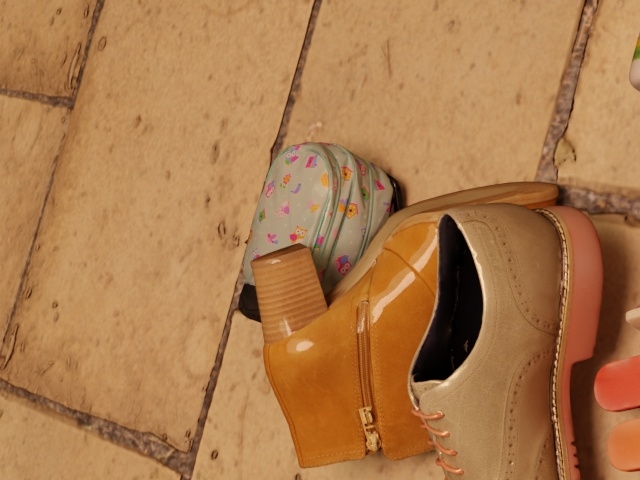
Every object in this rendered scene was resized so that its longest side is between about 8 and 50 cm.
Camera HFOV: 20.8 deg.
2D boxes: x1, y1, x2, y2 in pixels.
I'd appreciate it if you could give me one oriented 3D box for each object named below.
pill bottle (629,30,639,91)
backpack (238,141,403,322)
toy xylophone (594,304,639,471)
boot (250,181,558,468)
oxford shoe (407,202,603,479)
[{"bbox_3d":[0.343,-0.227,1.405,0.136,0.136,0.245,13,87,42],"label":"pill bottle"},{"bbox_3d":[0.000,0.000,1.650,0.152,0.115,0.182,14,85,44],"label":"backpack"},{"bbox_3d":[0.322,0.185,1.318,0.236,0.081,0.322,-31,56,47],"label":"toy xylophone"},{"bbox_3d":[0.094,0.078,1.558,0.295,0.104,0.211,-18,98,-2],"label":"boot"},{"bbox_3d":[0.128,0.162,1.445,0.140,0.147,0.396,-3,81,62],"label":"oxford shoe"}]
